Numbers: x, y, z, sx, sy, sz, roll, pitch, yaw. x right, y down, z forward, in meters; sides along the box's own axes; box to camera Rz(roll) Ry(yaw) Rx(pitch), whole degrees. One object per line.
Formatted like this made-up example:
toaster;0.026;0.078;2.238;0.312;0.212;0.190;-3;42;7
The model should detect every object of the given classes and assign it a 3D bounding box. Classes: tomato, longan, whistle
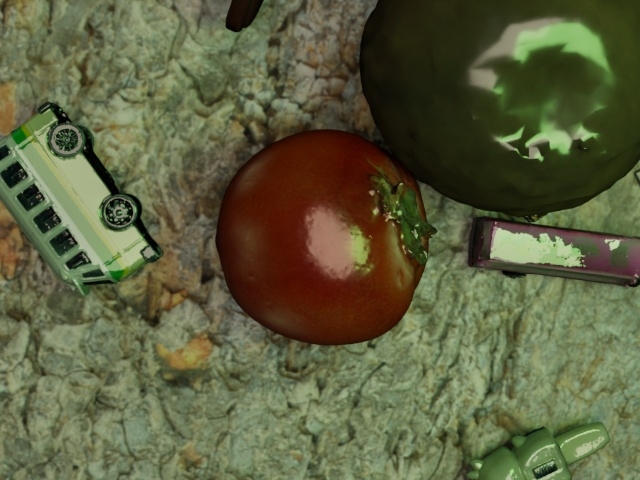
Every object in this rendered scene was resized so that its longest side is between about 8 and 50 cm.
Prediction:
tomato;0.000;0.000;1.597;0.322;0.321;0.321;0;94;-5
longan;0.285;-0.233;1.537;0.436;0.404;0.404;-25;96;-23
whistle;0.340;0.352;1.742;0.244;0.092;0.110;-26;94;-1

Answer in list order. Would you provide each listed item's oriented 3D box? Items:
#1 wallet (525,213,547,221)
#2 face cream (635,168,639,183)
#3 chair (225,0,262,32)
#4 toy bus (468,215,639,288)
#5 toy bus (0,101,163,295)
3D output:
wallet;0.380;-0.110;1.743;0.176;0.026;0.095;-35;99;-1
face cream;0.539;-0.065;1.762;0.038;0.020;0.115;-29;97;-3
chair;-0.187;-0.453;1.575;0.401;0.226;0.226;24;92;-6
toy bus;0.374;0.020;1.714;0.274;0.112;0.090;6;87;-5
toy bus;-0.367;-0.053;1.634;0.165;0.133;0.276;-34;95;-2
